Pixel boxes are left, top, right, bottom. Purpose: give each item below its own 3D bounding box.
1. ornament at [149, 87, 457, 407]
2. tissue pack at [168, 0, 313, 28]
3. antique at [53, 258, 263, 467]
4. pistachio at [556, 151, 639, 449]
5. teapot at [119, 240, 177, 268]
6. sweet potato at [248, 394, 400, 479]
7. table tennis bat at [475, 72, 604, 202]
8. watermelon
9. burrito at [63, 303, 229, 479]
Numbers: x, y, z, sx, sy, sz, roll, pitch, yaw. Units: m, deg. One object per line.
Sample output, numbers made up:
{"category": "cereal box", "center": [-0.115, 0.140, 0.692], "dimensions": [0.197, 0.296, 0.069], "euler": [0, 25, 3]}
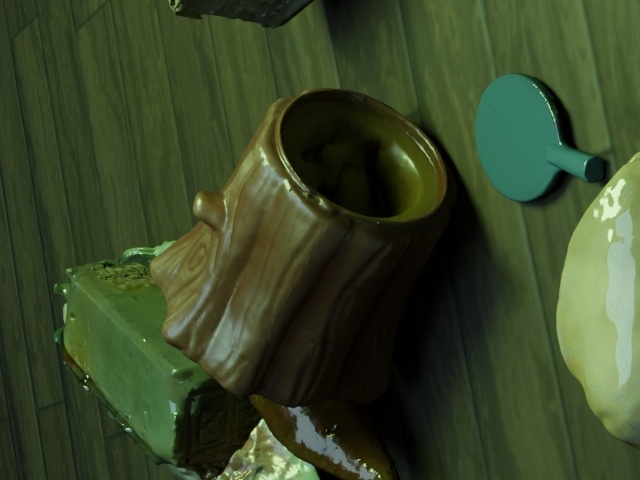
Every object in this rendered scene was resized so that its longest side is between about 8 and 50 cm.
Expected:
{"category": "ornament", "center": [0.000, 0.000, 1.431], "dimensions": [0.235, 0.221, 0.217], "euler": [33, 130, 3]}
{"category": "tissue pack", "center": [-0.090, -0.371, 1.444], "dimensions": [0.238, 0.238, 0.305], "euler": [-43, 59, 55]}
{"category": "antique", "center": [-0.170, 0.117, 1.729], "dimensions": [0.284, 0.150, 0.125], "euler": [30, 121, 42]}
{"category": "pistachio", "center": [0.233, 0.042, 1.105], "dimensions": [0.145, 0.117, 0.200], "euler": [6, 94, 22]}
{"category": "teapot", "center": [-0.185, 0.051, 1.885], "dimensions": [0.092, 0.124, 0.091], "euler": [54, -143, -60]}
{"category": "sweet potato", "center": [-0.021, 0.116, 1.555], "dimensions": [0.359, 0.112, 0.112], "euler": [53, 138, 43]}
{"category": "table tennis bat", "center": [0.165, -0.074, 1.289], "dimensions": [0.155, 0.019, 0.100], "euler": [30, 121, 57]}
{"category": "watermelon", "center": [-0.030, 0.284, 1.634], "dimensions": [0.146, 0.128, 0.231], "euler": [35, 145, 19]}
{"category": "burrito", "center": [-0.199, 0.172, 1.893], "dimensions": [0.392, 0.076, 0.117], "euler": [38, 163, 54]}
